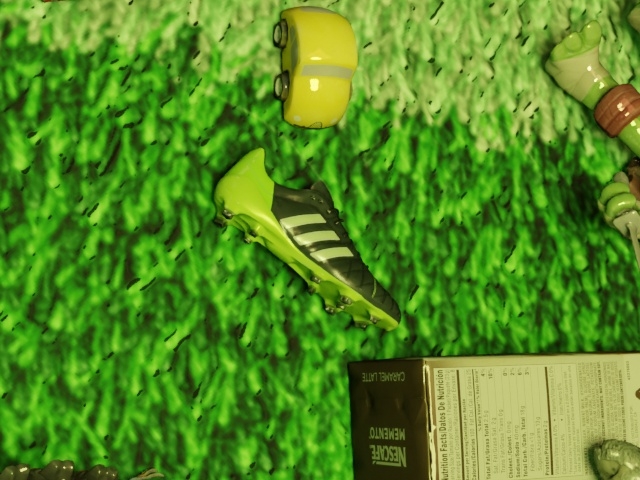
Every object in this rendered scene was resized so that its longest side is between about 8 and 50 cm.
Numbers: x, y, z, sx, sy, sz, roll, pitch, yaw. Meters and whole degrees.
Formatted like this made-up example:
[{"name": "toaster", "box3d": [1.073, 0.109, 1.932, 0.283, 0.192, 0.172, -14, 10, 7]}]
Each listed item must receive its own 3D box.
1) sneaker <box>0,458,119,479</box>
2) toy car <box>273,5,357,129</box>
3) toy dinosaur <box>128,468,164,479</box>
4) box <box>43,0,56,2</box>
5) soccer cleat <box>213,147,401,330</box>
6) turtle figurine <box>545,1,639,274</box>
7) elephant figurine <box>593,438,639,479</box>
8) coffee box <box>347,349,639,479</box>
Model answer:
[{"name": "sneaker", "box3d": [-0.128, 0.233, 0.954, 0.276, 0.097, 0.135, 23, 117, -35]}, {"name": "toy car", "box3d": [0.013, -0.234, 1.124, 0.225, 0.053, 0.239, -35, 97, -22]}, {"name": "toy dinosaur", "box3d": [-0.134, 0.192, 0.997, 0.082, 0.090, 0.047, -19, 86, 18]}, {"name": "box", "box3d": [-0.149, -0.250, 0.937, 0.128, 0.257, 0.122, -6, 85, -2]}, {"name": "soccer cleat", "box3d": [0.000, 0.000, 1.085, 0.179, 0.060, 0.072, 39, 69, -10]}, {"name": "turtle figurine", "box3d": [0.312, -0.083, 1.131, 0.266, 0.198, 0.275, 58, 24, 12]}, {"name": "elephant figurine", "box3d": [0.338, 0.214, 1.022, 0.169, 0.186, 0.239, -39, 58, -12]}, {"name": "coffee box", "box3d": [0.161, 0.136, 1.089, 0.246, 0.141, 0.098, 0, 83, -21]}]
